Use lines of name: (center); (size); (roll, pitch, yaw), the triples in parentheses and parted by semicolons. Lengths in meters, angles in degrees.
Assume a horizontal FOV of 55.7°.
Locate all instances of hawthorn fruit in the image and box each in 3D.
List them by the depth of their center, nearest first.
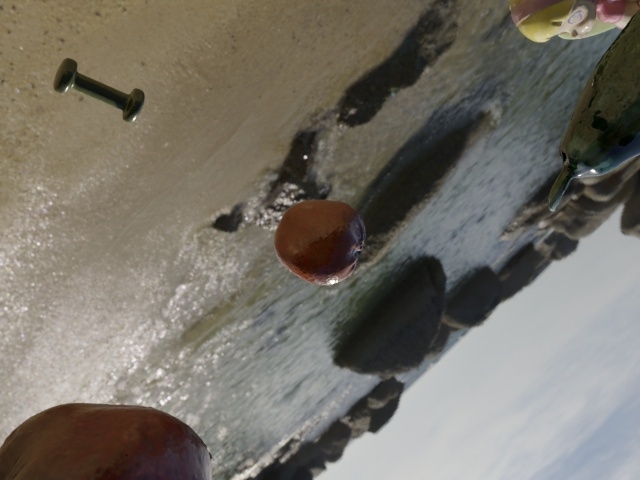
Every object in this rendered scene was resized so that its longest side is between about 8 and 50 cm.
hawthorn fruit: (-0.177, 0.230, 0.519); (0.202, 0.185, 0.185); (9, 130, -40)
hawthorn fruit: (0.000, 0.000, 0.806); (0.128, 0.128, 0.128); (-39, 164, -14)

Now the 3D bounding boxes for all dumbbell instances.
dumbbell: (-0.304, -0.206, 0.836); (0.117, 0.052, 0.046); (20, 131, -30)

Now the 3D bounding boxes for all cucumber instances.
cucumber: (0.183, -0.110, 0.265); (0.056, 0.056, 0.250); (-20, 152, -55)

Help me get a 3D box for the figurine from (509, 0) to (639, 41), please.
figurine: (0.229, -0.195, 0.478); (0.187, 0.083, 0.083); (1, 155, -5)
